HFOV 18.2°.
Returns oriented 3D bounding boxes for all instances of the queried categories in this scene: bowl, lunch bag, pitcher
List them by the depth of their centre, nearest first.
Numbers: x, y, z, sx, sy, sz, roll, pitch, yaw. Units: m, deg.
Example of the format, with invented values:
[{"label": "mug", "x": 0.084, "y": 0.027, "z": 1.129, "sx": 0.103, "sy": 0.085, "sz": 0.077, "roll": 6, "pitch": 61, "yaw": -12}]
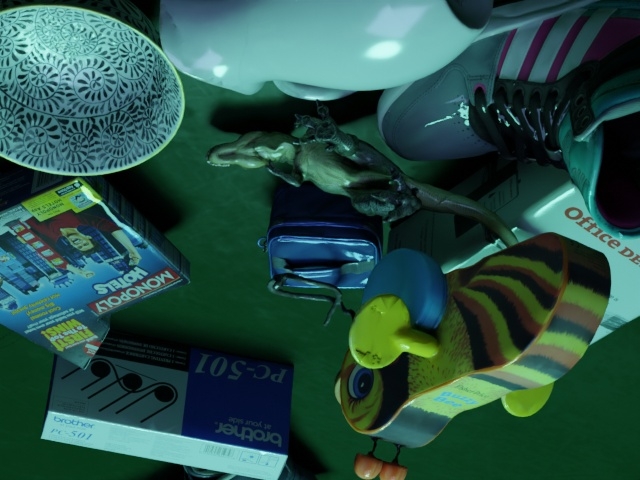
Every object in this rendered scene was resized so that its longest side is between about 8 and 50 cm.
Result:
[{"label": "pitcher", "x": 0.022, "y": -0.151, "z": 1.365, "sx": 0.207, "sy": 0.125, "sz": 0.178, "roll": -12, "pitch": 159, "yaw": 32}, {"label": "bowl", "x": -0.177, "y": -0.131, "z": 1.417, "sx": 0.170, "sy": 0.080, "sz": 0.170, "roll": 3, "pitch": 140, "yaw": 2}, {"label": "lunch bag", "x": 0.000, "y": 0.000, "z": 1.567, "sx": 0.098, "sy": 0.065, "sz": 0.067, "roll": 0, "pitch": 139, "yaw": 4}]

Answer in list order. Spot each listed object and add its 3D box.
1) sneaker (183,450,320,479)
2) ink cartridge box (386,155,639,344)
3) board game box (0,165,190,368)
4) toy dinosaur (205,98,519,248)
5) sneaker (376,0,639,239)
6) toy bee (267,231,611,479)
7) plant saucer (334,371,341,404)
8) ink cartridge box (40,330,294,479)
[{"label": "sneaker", "x": -0.123, "y": 0.232, "z": 1.819, "sx": 0.226, "sy": 0.086, "sz": 0.163, "roll": -21, "pitch": 145, "yaw": 12}, {"label": "ink cartridge box", "x": 0.174, "y": 0.009, "z": 1.547, "sx": 0.153, "sy": 0.087, "sz": 0.208, "roll": 33, "pitch": 132, "yaw": -28}, {"label": "board game box", "x": -0.208, "y": 0.017, "z": 1.608, "sx": 0.194, "sy": 0.060, "sz": 0.194, "roll": -21, "pitch": 135, "yaw": 26}, {"label": "toy dinosaur", "x": 0.036, "y": -0.044, "z": 1.450, "sx": 0.268, "sy": 0.064, "sz": 0.118, "roll": 23, "pitch": 175, "yaw": 16}, {"label": "sneaker", "x": 0.171, "y": -0.075, "z": 1.380, "sx": 0.295, "sy": 0.178, "sz": 0.124, "roll": -21, "pitch": 134, "yaw": 26}, {"label": "toy bee", "x": 0.084, "y": 0.095, "z": 1.443, "sx": 0.195, "sy": 0.162, "sz": 0.298, "roll": 11, "pitch": 163, "yaw": -20}, {"label": "plant saucer", "x": 0.054, "y": 0.134, "z": 1.758, "sx": 0.083, "sy": 0.013, "sz": 0.083, "roll": 3, "pitch": 140, "yaw": 2}, {"label": "ink cartridge box", "x": -0.129, "y": 0.138, "z": 1.714, "sx": 0.207, "sy": 0.097, "sz": 0.046, "roll": 11, "pitch": 139, "yaw": -10}]
